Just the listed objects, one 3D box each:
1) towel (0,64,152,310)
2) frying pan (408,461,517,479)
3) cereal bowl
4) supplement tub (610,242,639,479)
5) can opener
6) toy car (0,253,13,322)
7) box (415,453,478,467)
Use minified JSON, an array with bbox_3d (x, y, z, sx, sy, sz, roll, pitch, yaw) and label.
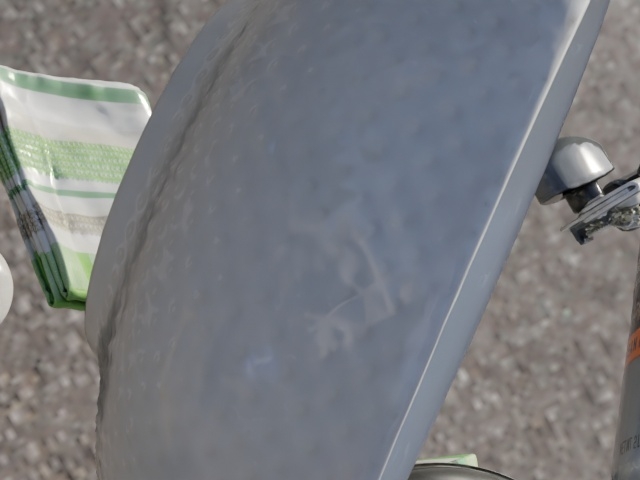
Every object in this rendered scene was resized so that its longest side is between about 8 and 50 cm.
[{"bbox_3d":[-0.113,-0.027,1.019,0.113,0.023,0.152,3,49,-40],"label":"towel"},{"bbox_3d":[0.065,0.262,1.021,0.197,0.053,0.326,10,60,-3],"label":"frying pan"},{"bbox_3d":[0.000,0.000,0.800,0.141,0.339,0.339,23,34,6],"label":"cereal bowl"},{"bbox_3d":[0.264,-0.008,0.977,0.207,0.207,0.338,28,64,-40],"label":"supplement tub"},{"bbox_3d":[0.257,-0.054,1.589,0.280,0.074,0.093,-13,73,-61],"label":"can opener"},{"bbox_3d":[-0.313,0.034,1.342,0.136,0.159,0.182,78,31,-49],"label":"toy car"},{"bbox_3d":[-0.014,0.204,1.455,0.322,0.232,0.058,8,75,-77],"label":"box"}]
